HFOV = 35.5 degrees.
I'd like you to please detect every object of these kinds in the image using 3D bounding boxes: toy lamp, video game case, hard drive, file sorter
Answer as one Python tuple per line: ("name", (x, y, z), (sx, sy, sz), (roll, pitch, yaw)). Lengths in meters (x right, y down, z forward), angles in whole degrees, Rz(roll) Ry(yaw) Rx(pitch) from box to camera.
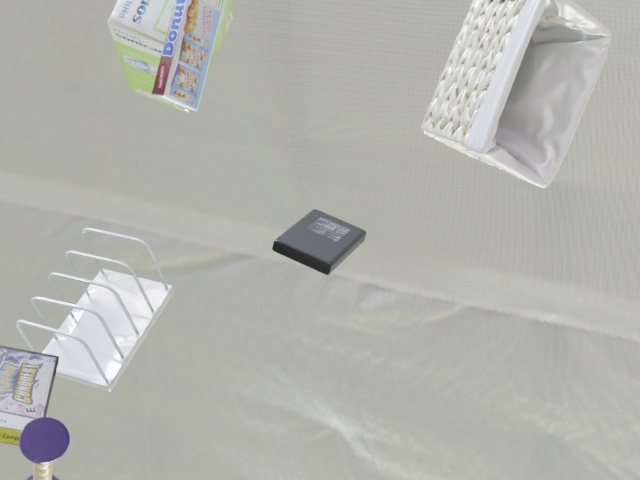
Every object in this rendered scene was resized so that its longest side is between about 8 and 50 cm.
("toy lamp", (-0.421, 0.357, 1.516), (0.080, 0.080, 0.275), (36, -39, 10))
("video game case", (-0.596, 0.254, 1.743), (0.248, 0.275, 0.035), (12, -70, -13))
("hard drive", (0.000, 0.000, 1.479), (0.094, 0.135, 0.022), (24, -61, 15))
("file sorter", (-0.475, 0.137, 2.098), (0.192, 0.278, 0.173), (11, -38, 23))

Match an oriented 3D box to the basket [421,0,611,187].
("basket", (0.185, -0.151, 0.969), (0.103, 0.113, 0.167), (24, -88, 52))

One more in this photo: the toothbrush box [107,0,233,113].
("toothbrush box", (-0.239, -0.365, 1.652), (0.122, 0.206, 0.283), (21, -14, 3))

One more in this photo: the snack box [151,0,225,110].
("snack box", (-0.146, -0.243, 1.147), (0.022, 0.064, 0.178), (12, -93, 31))
